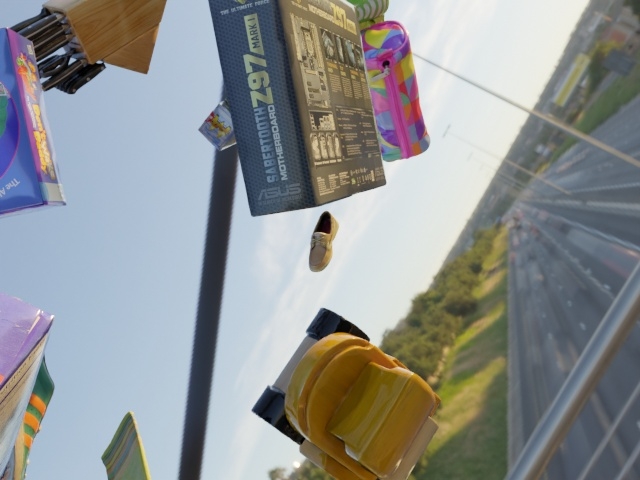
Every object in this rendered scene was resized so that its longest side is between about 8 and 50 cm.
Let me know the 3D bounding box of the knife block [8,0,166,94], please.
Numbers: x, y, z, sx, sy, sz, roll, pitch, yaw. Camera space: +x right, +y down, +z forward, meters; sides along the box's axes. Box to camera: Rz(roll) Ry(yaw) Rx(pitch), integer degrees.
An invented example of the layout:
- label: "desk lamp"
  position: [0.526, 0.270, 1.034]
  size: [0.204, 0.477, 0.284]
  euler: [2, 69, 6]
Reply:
- label: "knife block"
  position: [-0.383, -0.368, 1.117]
  size: [0.242, 0.088, 0.275]
  euler: [7, -76, -50]

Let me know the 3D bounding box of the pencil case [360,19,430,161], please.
- label: "pencil case"
  position: [0.111, -0.228, 1.092]
  size: [0.104, 0.104, 0.236]
  euler: [-55, -35, -23]

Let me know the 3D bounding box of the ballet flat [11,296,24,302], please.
- label: "ballet flat"
  position: [-0.733, 0.205, 1.360]
  size: [0.316, 0.106, 0.107]
  euler: [-27, -60, -7]

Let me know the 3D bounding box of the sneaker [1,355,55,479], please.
- label: "sneaker"
  position: [-0.440, 0.256, 0.992]
  size: [0.121, 0.108, 0.302]
  euler: [24, -111, -74]

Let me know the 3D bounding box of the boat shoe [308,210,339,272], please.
- label: "boat shoe"
  position: [0.000, 0.000, 1.345]
  size: [0.045, 0.050, 0.135]
  euler: [63, -149, -44]

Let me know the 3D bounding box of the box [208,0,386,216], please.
- label: "box"
  position: [-0.009, -0.124, 0.594]
  size: [0.233, 0.059, 0.183]
  euler: [-28, -71, -70]

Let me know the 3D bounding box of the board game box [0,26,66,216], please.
- label: "board game box"
  position: [-0.543, -0.126, 0.921]
  size: [0.078, 0.347, 0.233]
  euler: [-66, -35, -88]

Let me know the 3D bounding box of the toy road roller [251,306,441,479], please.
- label: "toy road roller"
  position: [0.081, 0.271, 1.034]
  size: [0.202, 0.329, 0.241]
  euler: [-54, 31, -14]

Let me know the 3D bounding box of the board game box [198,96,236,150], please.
- label: "board game box"
  position: [-0.126, -0.252, 1.261]
  size: [0.194, 0.060, 0.194]
  euler: [-44, -4, -41]

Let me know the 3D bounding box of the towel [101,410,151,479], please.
- label: "towel"
  position: [-0.294, 0.367, 1.054]
  size: [0.102, 0.021, 0.237]
  euler: [-63, 30, 9]

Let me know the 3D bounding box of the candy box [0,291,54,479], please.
- label: "candy box"
  position: [-0.445, 0.152, 0.691]
  size: [0.317, 0.268, 0.122]
  euler: [-59, 9, 35]

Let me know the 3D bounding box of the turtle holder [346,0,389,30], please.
- label: "turtle holder"
  position: [0.007, -0.401, 1.155]
  size: [0.243, 0.228, 0.320]
  euler: [89, 169, -61]
